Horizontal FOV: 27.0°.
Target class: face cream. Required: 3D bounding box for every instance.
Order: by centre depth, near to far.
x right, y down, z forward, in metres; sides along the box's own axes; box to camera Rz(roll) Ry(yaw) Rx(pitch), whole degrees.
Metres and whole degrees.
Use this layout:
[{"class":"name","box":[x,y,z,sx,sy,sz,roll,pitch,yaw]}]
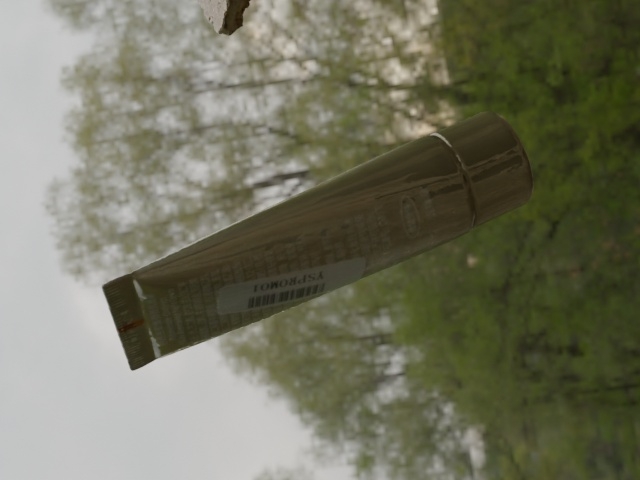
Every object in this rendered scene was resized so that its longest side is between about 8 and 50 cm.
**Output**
[{"class":"face cream","box":[0.000,0.000,1.031,0.084,0.341,0.137,59,166,28]}]

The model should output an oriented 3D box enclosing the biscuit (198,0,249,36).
[{"class":"biscuit","box":[-0.057,-0.265,0.867,0.131,0.026,0.237,56,141,44]}]
